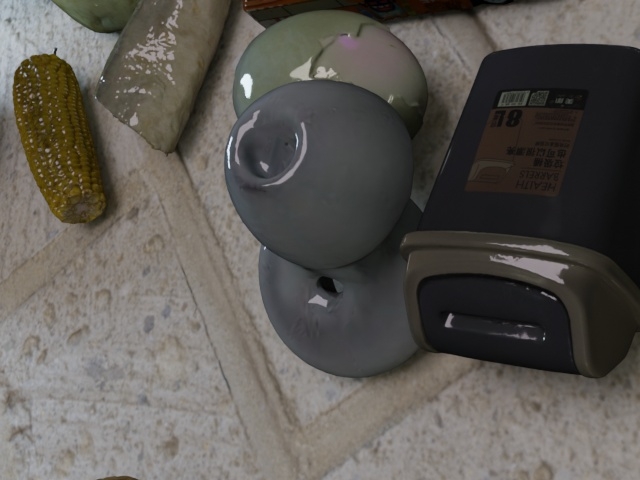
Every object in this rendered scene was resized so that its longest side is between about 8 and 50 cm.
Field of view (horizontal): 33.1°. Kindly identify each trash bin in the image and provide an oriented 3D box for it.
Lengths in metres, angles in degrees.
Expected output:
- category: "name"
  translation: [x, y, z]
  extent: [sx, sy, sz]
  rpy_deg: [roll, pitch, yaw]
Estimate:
- category: "trash bin"
  translation: [0.204, -0.024, 0.982]
  extent: [0.210, 0.182, 0.290]
  rpy_deg: [5, 67, 39]

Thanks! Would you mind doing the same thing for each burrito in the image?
- category: "burrito"
  translation: [-0.205, -0.261, 1.439]
  extent: [0.143, 0.105, 0.299]
  rpy_deg: [13, 76, 35]

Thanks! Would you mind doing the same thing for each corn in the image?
- category: "corn"
  translation: [-0.373, -0.149, 1.516]
  extent: [0.101, 0.101, 0.310]
  rpy_deg: [-34, 55, 20]

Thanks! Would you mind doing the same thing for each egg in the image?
- category: "egg"
  translation: [0.019, -0.158, 1.176]
  extent: [0.217, 0.183, 0.183]
  rpy_deg: [19, 82, 33]

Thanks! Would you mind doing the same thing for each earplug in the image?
- category: "earplug"
  translation: [0.007, -0.007, 1.063]
  extent: [0.214, 0.325, 0.175]
  rpy_deg: [11, 41, 31]

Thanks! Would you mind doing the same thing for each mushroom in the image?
- category: "mushroom"
  translation: [-0.338, -0.418, 1.568]
  extent: [0.189, 0.164, 0.267]
  rpy_deg: [-48, 50, 8]

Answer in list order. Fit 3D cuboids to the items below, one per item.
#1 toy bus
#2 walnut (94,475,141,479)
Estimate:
- category: "toy bus"
  translation: [0.088, -0.309, 1.250]
  extent: [0.409, 0.092, 0.093]
  rpy_deg: [-1, 72, 37]
- category: "walnut"
  translation: [-0.231, 0.335, 1.158]
  extent: [0.155, 0.155, 0.184]
  rpy_deg: [41, 101, 41]
